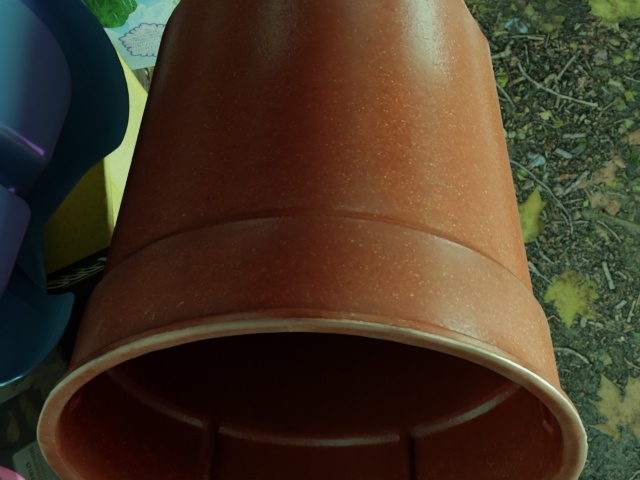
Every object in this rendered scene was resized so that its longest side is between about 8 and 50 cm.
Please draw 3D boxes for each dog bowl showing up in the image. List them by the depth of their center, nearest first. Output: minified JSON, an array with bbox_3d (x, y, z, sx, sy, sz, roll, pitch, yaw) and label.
[{"bbox_3d":[-0.198,-0.038,0.673,0.166,0.074,0.297,35,39,-26],"label":"dog bowl"}]

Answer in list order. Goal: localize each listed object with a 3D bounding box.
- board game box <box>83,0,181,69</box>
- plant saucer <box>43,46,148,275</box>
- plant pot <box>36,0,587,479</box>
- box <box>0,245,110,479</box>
[{"bbox_3d":[-0.081,-0.284,1.233,0.318,0.318,0.066,58,24,-66],"label":"board game box"},{"bbox_3d":[-0.153,0.048,1.110,0.333,0.080,0.333,62,19,-66],"label":"plant saucer"},{"bbox_3d":[0.000,0.000,0.739,0.272,0.272,0.265,67,21,-54],"label":"plant pot"},{"bbox_3d":[-0.089,0.199,0.863,0.318,0.097,0.395,-27,107,-52],"label":"box"}]
